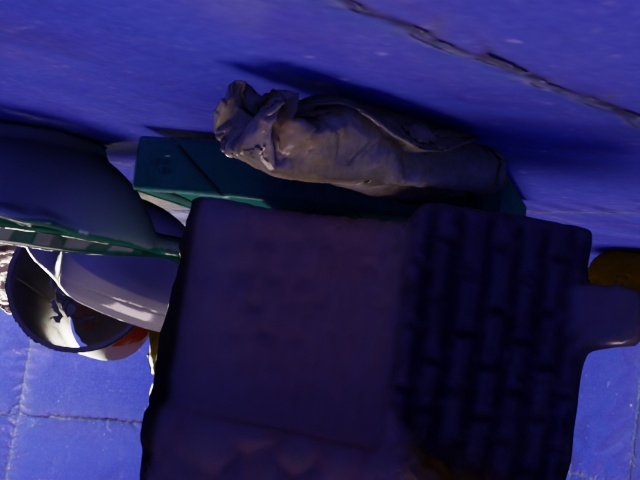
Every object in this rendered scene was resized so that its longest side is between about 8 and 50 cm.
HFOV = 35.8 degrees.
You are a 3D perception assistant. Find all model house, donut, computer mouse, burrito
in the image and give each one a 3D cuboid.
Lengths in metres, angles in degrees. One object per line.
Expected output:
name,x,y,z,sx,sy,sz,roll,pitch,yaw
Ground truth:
model house,0.053,0.107,0.528,0.237,0.237,0.202,6,170,23
donut,0.322,0.045,0.949,0.151,0.058,0.152,8,177,0
computer mouse,-0.226,0.004,1.105,0.184,0.121,0.297,20,-174,-25
burrito,0.020,-0.042,0.450,0.149,0.041,0.055,8,-179,-40

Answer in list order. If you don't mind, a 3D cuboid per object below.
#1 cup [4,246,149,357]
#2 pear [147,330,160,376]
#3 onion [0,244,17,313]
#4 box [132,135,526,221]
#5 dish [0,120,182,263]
cup,-0.328,0.089,1.455,0.203,0.203,0.288,8,164,-1
pear,-0.110,0.123,1.483,0.321,0.269,0.269,-30,-175,-13
onion,-0.421,0.018,1.655,0.314,0.146,0.280,1,154,-2
box,0.015,-0.028,0.651,0.226,0.042,0.161,6,175,16
dish,-0.197,-0.035,0.713,0.246,0.078,0.224,9,173,-19
